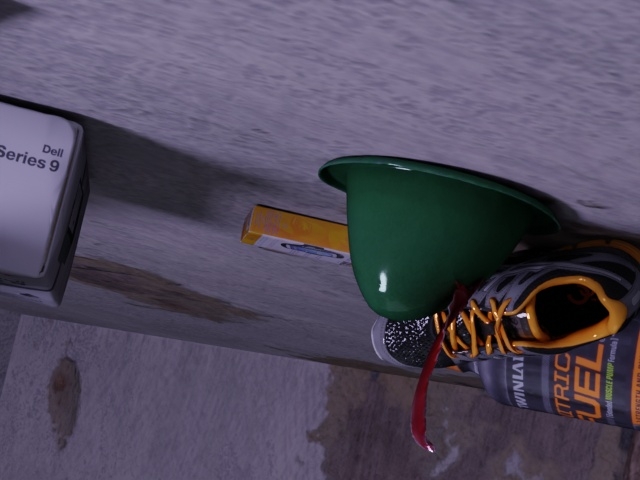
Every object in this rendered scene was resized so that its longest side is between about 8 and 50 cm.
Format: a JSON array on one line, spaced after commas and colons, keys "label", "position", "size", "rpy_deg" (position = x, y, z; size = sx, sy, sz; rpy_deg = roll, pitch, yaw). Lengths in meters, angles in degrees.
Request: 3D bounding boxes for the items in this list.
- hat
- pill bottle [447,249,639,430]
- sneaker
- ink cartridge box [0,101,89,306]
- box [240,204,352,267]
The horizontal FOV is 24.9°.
[{"label": "hat", "position": [0.060, 0.051, 1.001], "size": [0.173, 0.183, 0.208], "rpy_deg": [8, 170, 30]}, {"label": "pill bottle", "position": [0.212, 0.079, 1.156], "size": [0.245, 0.130, 0.130], "rpy_deg": [9, 171, 22]}, {"label": "sneaker", "position": [0.135, 0.052, 1.062], "size": [0.215, 0.084, 0.083], "rpy_deg": [-17, -166, 20]}, {"label": "ink cartridge box", "position": [-0.299, -0.036, 1.147], "size": [0.211, 0.121, 0.289], "rpy_deg": [14, 171, -6]}, {"label": "box", "position": [0.000, 0.000, 1.291], "size": [0.136, 0.028, 0.081], "rpy_deg": [11, 172, -8]}]
